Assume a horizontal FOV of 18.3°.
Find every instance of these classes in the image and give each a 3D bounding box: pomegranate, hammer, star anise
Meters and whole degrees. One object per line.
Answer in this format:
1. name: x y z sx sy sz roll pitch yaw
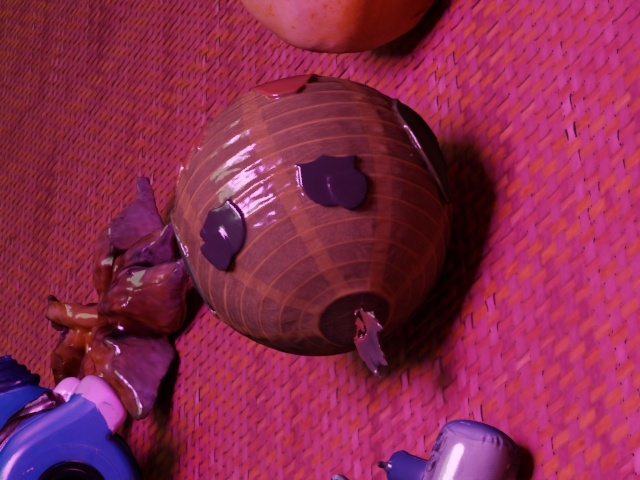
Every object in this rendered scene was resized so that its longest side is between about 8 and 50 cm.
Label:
1. pomegranate: 0.021 -0.290 1.896 0.233 0.233 0.233 -42 37 42
2. hammer: 0.090 0.195 1.582 0.194 0.069 0.116 4 75 71
3. star anise: -0.234 0.087 2.221 0.292 0.109 0.349 -56 28 15

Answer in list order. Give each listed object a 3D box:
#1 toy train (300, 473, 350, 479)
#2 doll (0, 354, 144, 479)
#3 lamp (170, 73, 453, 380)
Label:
1. toy train: 0.009 0.306 1.594 0.194 0.120 0.298 -57 27 7
2. doll: -0.303 0.262 2.075 0.310 0.240 0.284 173 86 -67
3. lamp: 0.000 0.000 1.690 0.250 0.250 0.284 -50 44 33
